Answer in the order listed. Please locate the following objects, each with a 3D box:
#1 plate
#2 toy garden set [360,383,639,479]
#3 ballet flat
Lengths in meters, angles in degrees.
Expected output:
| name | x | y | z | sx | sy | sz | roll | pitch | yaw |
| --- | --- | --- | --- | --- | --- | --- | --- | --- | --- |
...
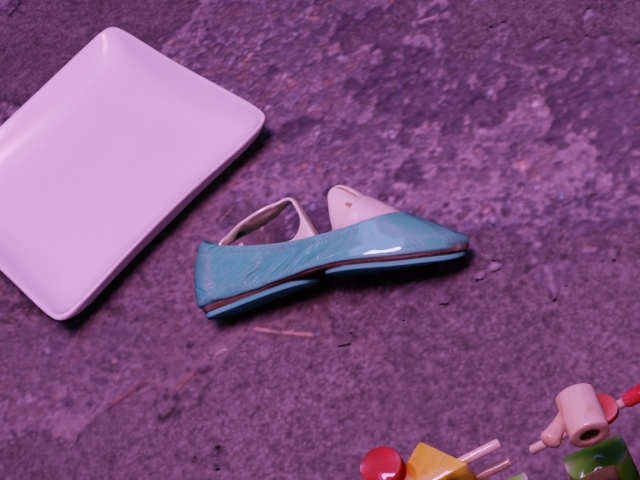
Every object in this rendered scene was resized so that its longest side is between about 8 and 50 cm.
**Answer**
| name | x | y | z | sx | sy | sz | roll | pitch | yaw |
| --- | --- | --- | --- | --- | --- | --- | --- | --- | --- |
| plate | -0.222 | -0.068 | 1.402 | 0.277 | 0.045 | 0.278 | -47 | 49 | -13 |
| toy garden set | 0.154 | 0.168 | 0.921 | 0.244 | 0.204 | 0.049 | -24 | 49 | 8 |
| ballet flat | 0.000 | 0.000 | 1.202 | 0.247 | 0.083 | 0.087 | -14 | 84 | 18 |
